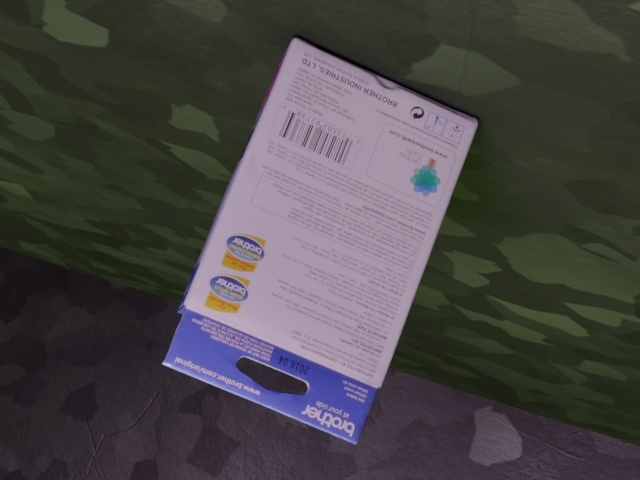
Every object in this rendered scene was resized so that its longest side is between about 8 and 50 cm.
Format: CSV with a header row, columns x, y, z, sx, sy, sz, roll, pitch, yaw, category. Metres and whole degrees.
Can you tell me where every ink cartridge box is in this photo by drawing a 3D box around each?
x,y,z,sx,sy,sz,roll,pitch,yaw,category
0.000,0.000,1.011,0.186,0.311,0.065,24,164,-9,ink cartridge box
